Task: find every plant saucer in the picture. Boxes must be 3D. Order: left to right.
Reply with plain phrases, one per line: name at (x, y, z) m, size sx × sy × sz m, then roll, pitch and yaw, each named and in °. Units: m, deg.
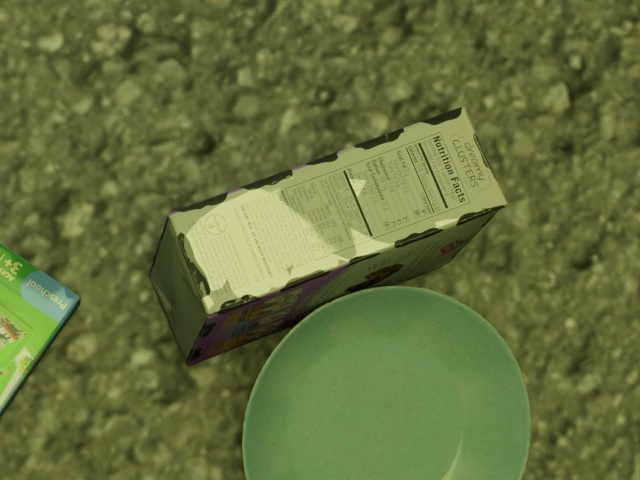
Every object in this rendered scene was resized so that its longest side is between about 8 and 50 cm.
plant saucer at (0.040, 0.123, 1.258) m, size 0.195 × 0.037 × 0.195 m, roll -2°, pitch 97°, yaw -15°

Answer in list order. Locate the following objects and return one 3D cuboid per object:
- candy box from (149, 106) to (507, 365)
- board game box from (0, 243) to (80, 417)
candy box at (0.000, 0.000, 1.222) m, size 0.196 × 0.165 × 0.070 m, roll -21°, pitch 80°, yaw -14°
board game box at (-0.276, 0.080, 1.229) m, size 0.160 × 0.039 × 0.211 m, roll 34°, pitch 77°, yaw -2°
